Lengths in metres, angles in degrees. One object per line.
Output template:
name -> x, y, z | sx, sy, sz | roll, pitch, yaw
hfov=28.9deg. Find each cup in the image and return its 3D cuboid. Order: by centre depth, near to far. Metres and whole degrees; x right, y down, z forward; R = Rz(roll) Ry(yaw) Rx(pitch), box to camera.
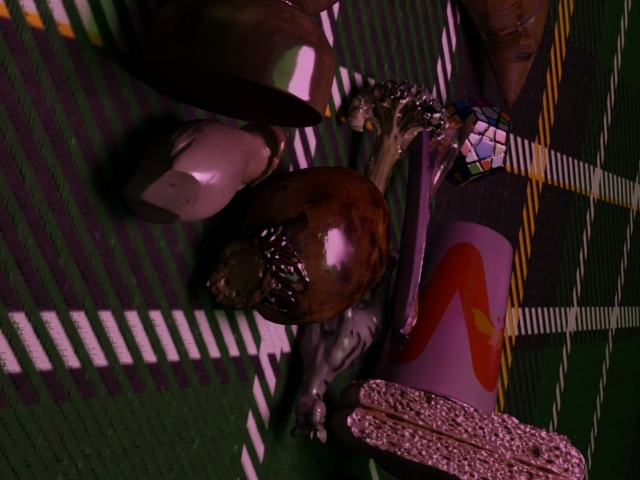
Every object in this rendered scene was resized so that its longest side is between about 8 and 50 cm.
cup -> 0.182, 0.127, 1.767 | 0.203, 0.203, 0.288 | 60, 40, -52

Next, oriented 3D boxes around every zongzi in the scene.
zongzi -> 0.304, -0.384, 1.864 | 0.260, 0.123, 0.289 | -65, 150, -24

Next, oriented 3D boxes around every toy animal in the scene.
toy animal -> 0.019, 0.109, 1.536 | 0.255, 0.089, 0.170 | -52, 150, -37

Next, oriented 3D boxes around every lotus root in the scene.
lotus root -> 0.000, 0.000, 1.389 | 0.314, 0.141, 0.169 | -28, 121, -58

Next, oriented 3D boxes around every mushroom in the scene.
mushroom -> -0.112, -0.069, 1.206 | 0.212, 0.088, 0.097 | -32, 146, -63

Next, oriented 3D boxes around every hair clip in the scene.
hair clip -> 0.132, -0.033, 1.628 | 0.095, 0.110, 0.359 | 32, 59, -32

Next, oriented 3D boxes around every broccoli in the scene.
broccoli -> 0.081, -0.109, 1.576 | 0.204, 0.118, 0.122 | -69, 168, 16

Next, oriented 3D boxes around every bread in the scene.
bread -> 0.172, 0.283, 1.631 | 0.183, 0.337, 0.102 | 112, -3, -65

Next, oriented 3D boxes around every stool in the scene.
stool -> -0.052, -0.257, 1.155 | 0.179, 0.179, 0.264 | 26, 76, -62

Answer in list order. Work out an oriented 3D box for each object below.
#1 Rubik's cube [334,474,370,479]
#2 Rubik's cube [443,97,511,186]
Rubik's cube -> 0.065, 0.422, 1.631 | 0.167, 0.183, 0.180 | 6, 92, -62
Rubik's cube -> 0.214, -0.141, 1.776 | 0.112, 0.133, 0.133 | -136, -131, -70
